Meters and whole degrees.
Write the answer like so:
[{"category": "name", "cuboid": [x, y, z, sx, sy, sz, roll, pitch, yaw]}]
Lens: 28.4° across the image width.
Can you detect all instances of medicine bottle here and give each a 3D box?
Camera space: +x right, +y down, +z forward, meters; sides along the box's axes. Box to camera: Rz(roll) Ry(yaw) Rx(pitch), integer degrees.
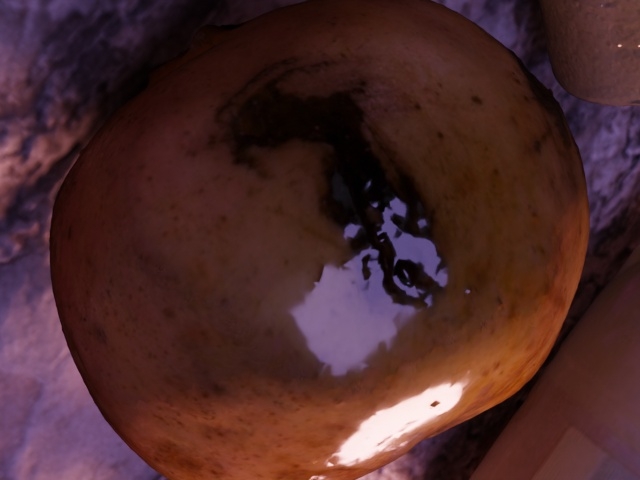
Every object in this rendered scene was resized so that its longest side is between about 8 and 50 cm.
[{"category": "medicine bottle", "cuboid": [0.285, 0.150, 0.985, 0.236, 0.236, 0.406, 28, 99, -33]}]

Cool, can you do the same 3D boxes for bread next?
[{"category": "bread", "cuboid": [0.221, -0.183, 0.864, 0.148, 0.134, 0.141, -34, 124, -24]}]

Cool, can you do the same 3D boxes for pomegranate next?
[{"category": "pomegranate", "cuboid": [0.000, 0.000, 0.744, 0.322, 0.322, 0.322, -10, 117, -22]}]
